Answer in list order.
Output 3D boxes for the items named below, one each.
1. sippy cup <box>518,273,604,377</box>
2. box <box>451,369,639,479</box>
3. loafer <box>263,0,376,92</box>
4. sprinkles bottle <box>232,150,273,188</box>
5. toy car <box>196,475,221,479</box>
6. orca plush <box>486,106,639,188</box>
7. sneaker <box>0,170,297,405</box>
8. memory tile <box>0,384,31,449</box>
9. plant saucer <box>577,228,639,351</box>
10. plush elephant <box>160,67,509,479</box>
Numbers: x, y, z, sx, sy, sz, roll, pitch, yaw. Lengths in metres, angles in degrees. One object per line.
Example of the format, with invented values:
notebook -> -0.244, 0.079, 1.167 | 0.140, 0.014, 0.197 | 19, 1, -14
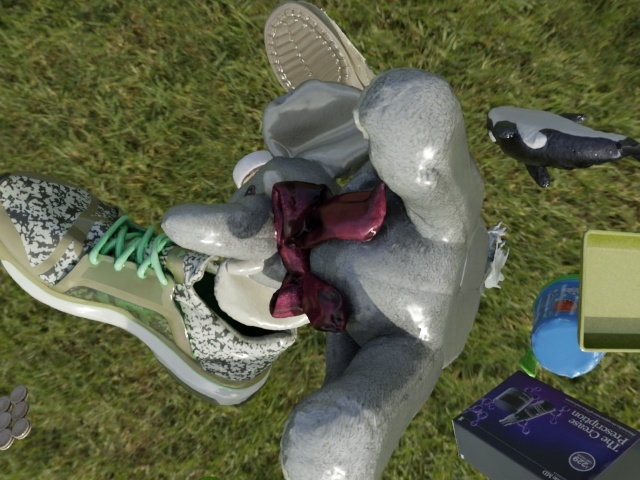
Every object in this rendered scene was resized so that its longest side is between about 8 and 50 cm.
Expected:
sippy cup -> 0.648, 0.232, 1.753 | 0.240, 0.224, 0.305 | 12, 114, 27
box -> 0.388, 0.355, 1.171 | 0.184, 0.261, 0.103 | -31, 120, -24
loafer -> 0.019, -0.223, 0.942 | 0.102, 0.092, 0.268 | -25, 127, 23
sprinkles bottle -> -0.087, -0.053, 1.622 | 0.121, 0.121, 0.355 | -37, 61, 9
toy car -> -0.086, 0.417, 0.897 | 0.189, 0.149, 0.155 | 4, 124, 2
orca plush -> 0.364, -0.131, 1.034 | 0.287, 0.151, 0.102 | 20, 124, 44
sneaker -> -0.190, 0.030, 0.801 | 0.410, 0.158, 0.182 | 35, 136, -16
memory tile -> -0.591, 0.342, 1.240 | 0.148, 0.012, 0.113 | -32, 48, 3
plant saucer -> 0.482, 0.081, 1.081 | 0.189, 0.045, 0.188 | 3, 88, -17
plush elephant -> 0.000, 0.000, 0.568 | 0.256, 0.330, 0.271 | 14, 100, 25
